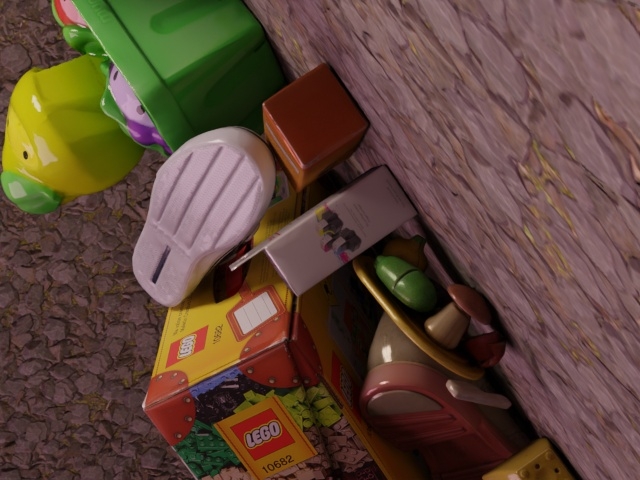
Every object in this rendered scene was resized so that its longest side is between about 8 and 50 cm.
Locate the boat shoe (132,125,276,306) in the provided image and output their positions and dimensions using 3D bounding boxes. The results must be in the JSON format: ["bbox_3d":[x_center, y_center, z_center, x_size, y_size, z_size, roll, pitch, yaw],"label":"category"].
[{"bbox_3d":[-0.122,-0.045,1.536,0.121,0.119,0.335,45,145,0],"label":"boat shoe"}]

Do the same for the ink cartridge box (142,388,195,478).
[{"bbox_3d":[-0.124,0.229,1.860,0.353,0.119,0.207,58,-163,-19],"label":"ink cartridge box"}]

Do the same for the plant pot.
[{"bbox_3d":[0.236,0.262,1.473,0.081,0.081,0.083,55,168,13],"label":"plant pot"}]

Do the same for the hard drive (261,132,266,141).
[{"bbox_3d":[-0.175,-0.195,2.065,0.203,0.040,0.307,28,175,28],"label":"hard drive"}]

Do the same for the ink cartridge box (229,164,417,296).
[{"bbox_3d":[0.000,0.000,1.357,0.061,0.181,0.104,56,177,-4],"label":"ink cartridge box"}]

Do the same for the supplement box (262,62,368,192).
[{"bbox_3d":[-0.009,-0.107,1.356,0.080,0.078,0.233,55,176,4],"label":"supplement box"}]

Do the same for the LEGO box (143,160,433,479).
[{"bbox_3d":[-0.014,0.166,1.725,0.372,0.193,0.500,57,-164,-23],"label":"LEGO box"}]

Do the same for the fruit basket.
[{"bbox_3d":[-0.265,-0.197,1.643,0.392,0.392,0.283,54,176,28],"label":"fruit basket"}]

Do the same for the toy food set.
[{"bbox_3d":[0.123,0.064,1.309,0.128,0.071,0.218,24,-159,-48],"label":"toy food set"}]

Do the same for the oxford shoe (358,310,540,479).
[{"bbox_3d":[0.185,0.214,1.608,0.397,0.140,0.146,50,-145,-42],"label":"oxford shoe"}]
